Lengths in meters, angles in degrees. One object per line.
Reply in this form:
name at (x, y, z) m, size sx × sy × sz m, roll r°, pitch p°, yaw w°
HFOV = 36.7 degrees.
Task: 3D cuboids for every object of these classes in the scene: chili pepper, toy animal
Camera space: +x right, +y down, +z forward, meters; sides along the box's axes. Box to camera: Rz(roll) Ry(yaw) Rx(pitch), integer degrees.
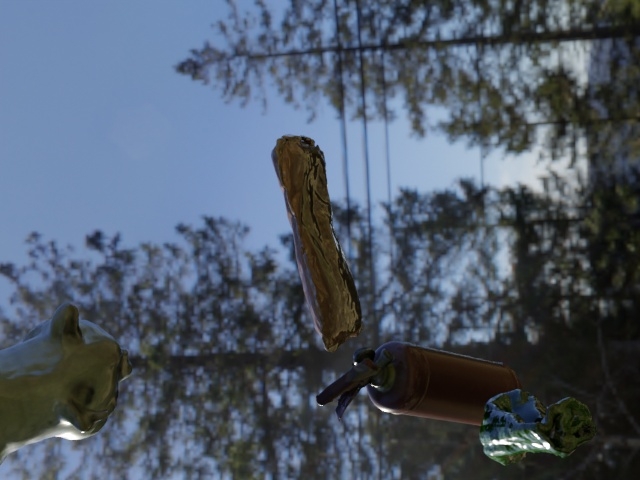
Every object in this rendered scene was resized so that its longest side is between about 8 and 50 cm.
chili pepper at (0.240, 0.220, 1.132) m, size 0.253 × 0.099 × 0.083 m, roll 118°, pitch 135°, yaw -79°
toy animal at (-0.185, 0.078, 0.386) m, size 0.121 × 0.225 × 0.093 m, roll 136°, pitch 126°, yaw -61°

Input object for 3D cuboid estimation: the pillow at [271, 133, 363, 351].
pillow at (-0.001, 0.000, 0.939) m, size 0.135 × 0.034 × 0.211 m, roll -14°, pitch -90°, yaw -70°

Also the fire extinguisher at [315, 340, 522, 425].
fire extinguisher at (0.143, 0.225, 1.427) m, size 0.337 × 0.147 × 0.106 m, roll 16°, pitch -153°, yaw -38°
